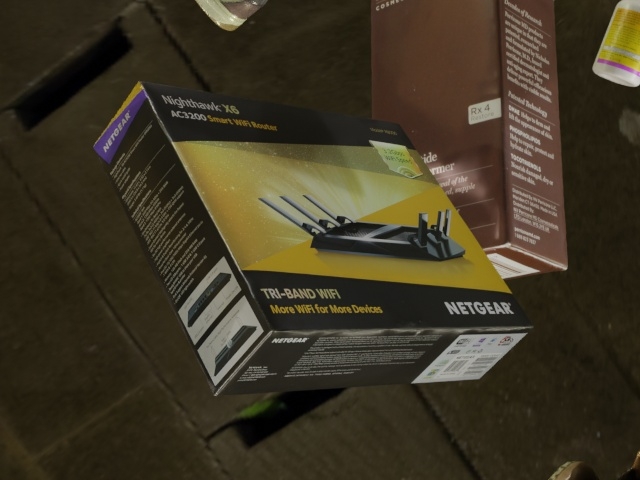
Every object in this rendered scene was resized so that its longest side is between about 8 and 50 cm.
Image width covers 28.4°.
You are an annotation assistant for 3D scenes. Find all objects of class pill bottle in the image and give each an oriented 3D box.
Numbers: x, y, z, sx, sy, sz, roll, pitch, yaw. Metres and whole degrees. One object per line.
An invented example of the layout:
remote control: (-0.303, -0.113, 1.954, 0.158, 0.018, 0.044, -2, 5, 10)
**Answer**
pill bottle: (0.268, -0.178, 1.089, 0.043, 0.043, 0.083, 21, 94, 8)

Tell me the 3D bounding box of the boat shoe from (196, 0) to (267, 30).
boat shoe: (-0.132, -0.322, 1.295, 0.073, 0.080, 0.223, -31, 108, 21)

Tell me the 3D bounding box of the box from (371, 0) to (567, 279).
box: (0.172, -0.144, 1.495, 0.191, 0.143, 0.381, -14, 68, 38)

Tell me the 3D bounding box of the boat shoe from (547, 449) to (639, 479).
boat shoe: (0.094, 0.079, 0.300, 0.095, 0.095, 0.257, 12, 107, 8)

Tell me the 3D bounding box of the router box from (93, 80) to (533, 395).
router box: (0.000, 0.000, 1.023, 0.081, 0.309, 0.243, -49, 57, 31)
